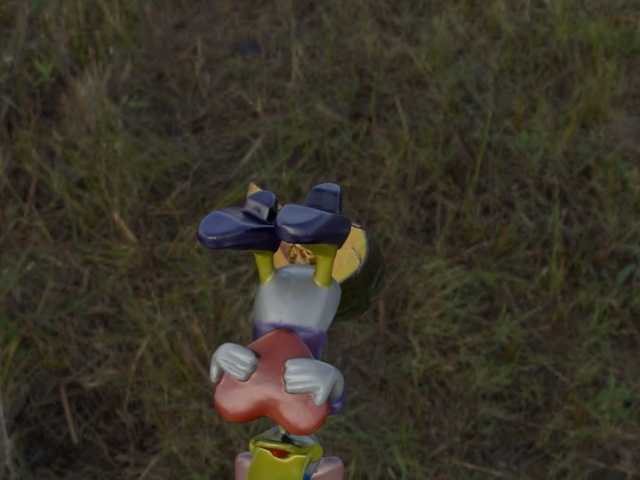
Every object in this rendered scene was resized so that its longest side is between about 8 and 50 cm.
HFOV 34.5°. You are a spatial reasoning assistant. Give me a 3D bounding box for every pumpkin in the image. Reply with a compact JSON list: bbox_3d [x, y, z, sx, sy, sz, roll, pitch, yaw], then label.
[{"bbox_3d":[0.000,0.000,1.764,0.190,0.139,0.280,-24,65,10],"label":"pumpkin"}]

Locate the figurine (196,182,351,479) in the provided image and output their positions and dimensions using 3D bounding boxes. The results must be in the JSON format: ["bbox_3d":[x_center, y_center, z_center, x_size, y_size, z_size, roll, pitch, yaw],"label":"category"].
[{"bbox_3d":[-0.041,0.141,1.140,0.154,0.420,0.193,4,12,10],"label":"figurine"}]
